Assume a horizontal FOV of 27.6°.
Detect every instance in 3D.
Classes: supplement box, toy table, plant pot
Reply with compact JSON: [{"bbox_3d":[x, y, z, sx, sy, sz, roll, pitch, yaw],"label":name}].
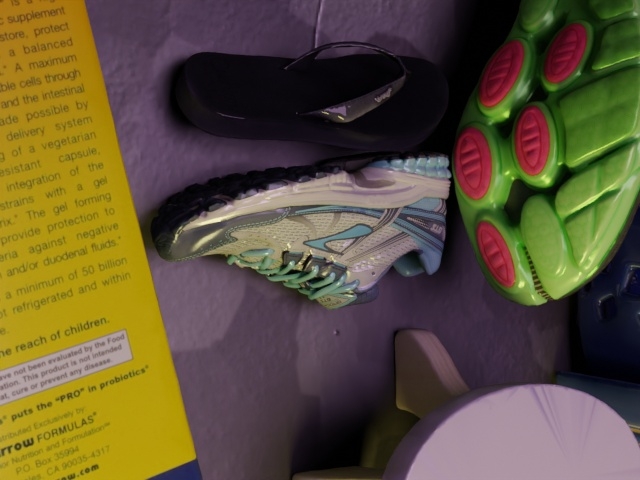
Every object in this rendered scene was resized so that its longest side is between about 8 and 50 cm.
[{"bbox_3d":[-0.238,0.014,0.801,0.195,0.194,0.356,-18,98,-36],"label":"supplement box"},{"bbox_3d":[0.119,0.199,1.075,0.274,0.161,0.252,15,78,-36],"label":"toy table"},{"bbox_3d":[0.380,0.105,1.232,0.236,0.236,0.212,27,78,-33],"label":"plant pot"}]

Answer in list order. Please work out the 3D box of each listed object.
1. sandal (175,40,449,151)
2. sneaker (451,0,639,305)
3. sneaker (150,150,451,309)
[{"bbox_3d":[0.009,-0.121,1.048,0.255,0.054,0.097,-7,55,-36],"label":"sandal"},{"bbox_3d":[0.251,-0.159,1.157,0.202,0.185,0.482,36,60,-43],"label":"sneaker"},{"bbox_3d":[0.000,0.000,1.032,0.283,0.110,0.122,-11,97,-36],"label":"sneaker"}]
